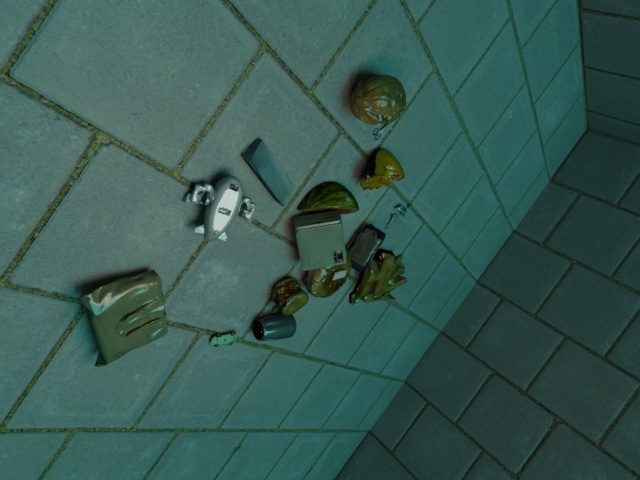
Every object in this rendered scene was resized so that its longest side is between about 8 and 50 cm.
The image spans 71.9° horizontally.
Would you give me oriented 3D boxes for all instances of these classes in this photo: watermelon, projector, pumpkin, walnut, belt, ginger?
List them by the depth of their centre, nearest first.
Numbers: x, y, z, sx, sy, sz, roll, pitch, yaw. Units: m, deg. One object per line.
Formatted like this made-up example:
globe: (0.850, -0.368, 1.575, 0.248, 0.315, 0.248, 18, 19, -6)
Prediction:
walnut: (0.221, -0.535, 1.677, 0.245, 0.198, 0.198, -15, 128, -41)
projector: (0.000, 0.000, 1.863, 0.198, 0.108, 0.250, -10, 130, -2)
watermelon: (0.055, -0.183, 1.869, 0.304, 0.159, 0.128, -1, 80, -47)
pumpkin: (0.246, -0.316, 1.966, 0.254, 0.149, 0.130, -9, 167, -47)
belt: (0.212, 0.034, 2.156, 0.230, 0.126, 0.140, -57, 165, 4)
ginger: (0.345, 0.240, 2.381, 0.414, 0.211, 0.358, 6, 116, -48)

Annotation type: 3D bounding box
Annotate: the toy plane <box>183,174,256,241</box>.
toy plane: (-0.339, -0.108, 1.494, 0.245, 0.117, 0.244, -10, 115, -22)

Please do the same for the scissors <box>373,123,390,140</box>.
scissors: (0.275, -0.485, 1.912, 0.119, 0.014, 0.058, -42, 145, -9)

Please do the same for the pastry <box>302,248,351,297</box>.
pastry: (0.032, 0.152, 2.065, 0.257, 0.121, 0.235, -19, 134, -39)

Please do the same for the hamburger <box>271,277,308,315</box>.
hamburger: (-0.148, 0.253, 1.953, 0.185, 0.131, 0.159, -42, 150, -4)

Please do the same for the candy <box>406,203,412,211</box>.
candy: (0.462, -0.156, 2.348, 0.023, 0.025, 0.083, -15, 137, -61)

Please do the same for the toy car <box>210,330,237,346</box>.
toy car: (-0.412, 0.417, 1.874, 0.122, 0.035, 0.059, 2, 116, -37)

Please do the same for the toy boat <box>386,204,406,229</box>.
toy boat: (0.403, -0.118, 2.304, 0.105, 0.034, 0.149, 0, 118, -43)

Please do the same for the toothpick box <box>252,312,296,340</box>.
toothpick box: (-0.211, 0.393, 1.994, 0.184, 0.120, 0.120, -3, 120, -42)

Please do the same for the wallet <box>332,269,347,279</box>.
wallet: (0.087, 0.157, 2.012, 0.083, 0.011, 0.044, -11, 129, -44)

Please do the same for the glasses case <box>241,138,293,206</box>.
glasses case: (-0.190, -0.241, 1.601, 0.266, 0.056, 0.105, 55, 51, -50)

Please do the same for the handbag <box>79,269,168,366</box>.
handbag: (-0.639, 0.249, 1.457, 0.253, 0.109, 0.315, -24, 133, -39)
